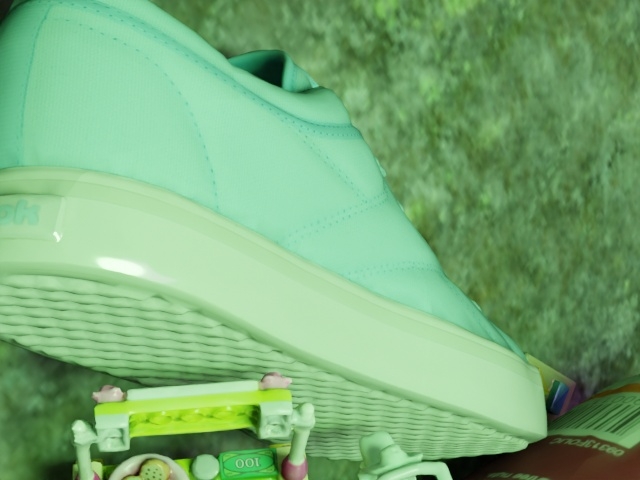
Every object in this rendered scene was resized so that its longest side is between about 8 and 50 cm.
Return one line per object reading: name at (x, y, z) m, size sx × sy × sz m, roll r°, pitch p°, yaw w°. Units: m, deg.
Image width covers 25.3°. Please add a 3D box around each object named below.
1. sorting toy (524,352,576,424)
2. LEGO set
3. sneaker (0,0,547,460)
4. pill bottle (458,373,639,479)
sorting toy at (0.122, 0.113, 0.832) m, size 0.062 × 0.012 × 0.083 m, roll 32°, pitch 76°, yaw -45°
LEGO set at (-0.084, 0.128, 0.515) m, size 0.287 × 0.132 × 0.107 m, roll -24°, pitch 157°, yaw -18°
sneaker at (0.000, 0.000, 0.602) m, size 0.366 × 0.135 × 0.150 m, roll 34°, pitch 56°, yaw -55°
pill bottle at (0.087, 0.233, 0.666) m, size 0.392 × 0.224 × 0.224 m, roll -25°, pitch 116°, yaw -37°
